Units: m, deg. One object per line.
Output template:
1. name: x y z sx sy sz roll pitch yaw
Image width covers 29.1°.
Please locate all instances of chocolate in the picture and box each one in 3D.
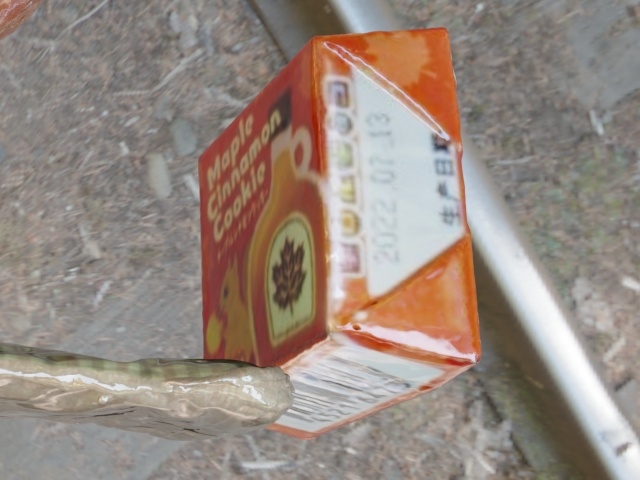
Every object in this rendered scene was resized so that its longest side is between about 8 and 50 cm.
1. chocolate: 0.000 0.000 0.845 0.108 0.237 0.235 7 68 -24

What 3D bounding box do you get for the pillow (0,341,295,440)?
1. pillow: -0.118 0.045 0.423 0.211 0.135 0.034 11 73 -23

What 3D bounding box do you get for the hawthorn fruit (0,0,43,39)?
1. hawthorn fruit: -0.286 -0.264 0.868 0.284 0.284 0.285 1 86 -21
